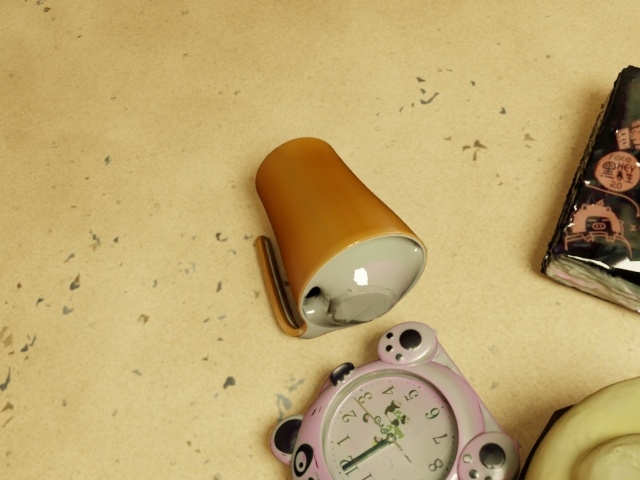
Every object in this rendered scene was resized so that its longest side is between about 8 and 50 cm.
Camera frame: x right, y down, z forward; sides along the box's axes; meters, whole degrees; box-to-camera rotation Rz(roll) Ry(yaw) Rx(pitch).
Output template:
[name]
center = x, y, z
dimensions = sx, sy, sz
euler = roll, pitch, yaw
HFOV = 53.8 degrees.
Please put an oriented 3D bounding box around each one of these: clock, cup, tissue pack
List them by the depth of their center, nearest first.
[clock]
center = 0.080, 0.241, 0.741
dimensions = 0.248, 0.090, 0.227
euler = -32, 55, -3
[tissue pack]
center = 0.460, -0.056, 0.831
dimensions = 0.245, 0.123, 0.332
euler = 22, 70, 15
[cup]
center = 0.000, 0.000, 0.873
dimensions = 0.226, 0.182, 0.264
euler = -46, 50, 20

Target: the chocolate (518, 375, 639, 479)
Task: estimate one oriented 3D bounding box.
[chocolate]
center = 0.350, 0.271, 0.567
dimensions = 0.326, 0.297, 0.314
euler = -10, 64, 5
